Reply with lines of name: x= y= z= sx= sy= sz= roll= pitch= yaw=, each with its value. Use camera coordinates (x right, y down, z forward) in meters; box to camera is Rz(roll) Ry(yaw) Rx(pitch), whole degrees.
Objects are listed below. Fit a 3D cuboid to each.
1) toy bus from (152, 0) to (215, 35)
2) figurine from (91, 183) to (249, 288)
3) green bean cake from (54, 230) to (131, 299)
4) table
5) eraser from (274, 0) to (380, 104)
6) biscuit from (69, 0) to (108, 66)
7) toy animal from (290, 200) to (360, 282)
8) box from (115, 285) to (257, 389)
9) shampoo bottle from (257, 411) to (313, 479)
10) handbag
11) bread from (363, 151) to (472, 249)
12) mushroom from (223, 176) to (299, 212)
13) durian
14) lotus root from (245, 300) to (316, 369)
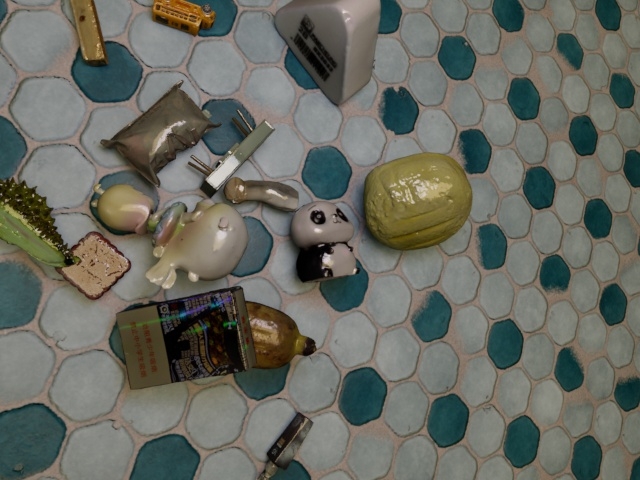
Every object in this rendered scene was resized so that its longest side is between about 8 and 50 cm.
toy bus: x=-0.377 y=-0.622 z=1.238 sx=0.162 sy=0.069 sz=0.074 roll=12 pitch=82 yaw=-19
figurine: x=-0.385 y=-0.019 z=1.108 sx=0.394 sy=0.226 sz=0.274 roll=26 pitch=49 yaw=-8
green bean cake: x=-0.560 y=0.063 z=1.108 sx=0.135 sy=0.056 sz=0.136 roll=46 pitch=71 yaw=-13
table: x=-0.254 y=-0.246 z=1.225 sx=0.111 sy=0.121 sz=0.240 roll=43 pitch=71 yaw=-13
eraser: x=0.013 y=-0.611 z=1.320 sx=0.150 sy=0.331 sz=0.331 roll=-40 pitch=100 yaw=-18
biscuit: x=-0.598 y=-0.546 z=1.152 sx=0.056 sy=0.052 sz=0.188 roll=-14 pitch=89 yaw=-10
toy animal: x=0.006 y=0.002 z=1.281 sx=0.187 sy=0.165 sz=0.235 roll=-3 pitch=86 yaw=-41
box: x=-0.327 y=0.237 z=1.093 sx=0.310 sy=0.084 sz=0.198 roll=-11 pitch=89 yaw=10
shampoo bottle: x=-0.099 y=0.583 z=1.246 sx=0.063 sy=0.057 sz=0.208 roll=44 pitch=73 yaw=-20
handbag: x=-0.404 y=-0.277 z=1.168 sx=0.270 sy=0.117 sz=0.182 roll=-45 pitch=98 yaw=-14
bread: x=0.286 y=-0.110 z=1.333 sx=0.320 sy=0.320 sz=0.237 roll=-4 pitch=68 yaw=-22
mushroom: x=-0.162 y=-0.130 z=1.251 sx=0.223 sy=0.081 sz=0.092 roll=10 pitch=51 yaw=-35
durian: x=-0.710 y=-0.068 z=1.028 sx=0.375 sy=0.106 sz=0.132 roll=41 pitch=101 yaw=-11
lotus root: x=-0.164 y=0.255 z=1.192 sx=0.314 sy=0.141 sz=0.169 roll=17 pitch=88 yaw=-3
